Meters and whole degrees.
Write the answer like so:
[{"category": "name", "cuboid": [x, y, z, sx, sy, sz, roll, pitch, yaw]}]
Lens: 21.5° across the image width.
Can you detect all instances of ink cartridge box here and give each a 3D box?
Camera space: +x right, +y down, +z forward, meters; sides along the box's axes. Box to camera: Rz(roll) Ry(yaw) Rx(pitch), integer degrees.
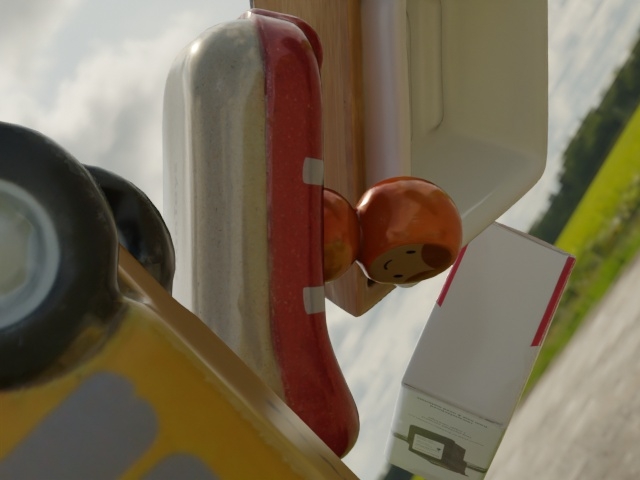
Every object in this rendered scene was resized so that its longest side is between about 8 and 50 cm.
[{"category": "ink cartridge box", "cuboid": [0.138, 0.110, 1.509, 0.237, 0.100, 0.172, 95, -160, -67]}]

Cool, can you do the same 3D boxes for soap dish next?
[{"category": "soap dish", "cuboid": [0.059, -0.107, 1.146, 0.291, 0.118, 0.229, -37, -51, -57]}]

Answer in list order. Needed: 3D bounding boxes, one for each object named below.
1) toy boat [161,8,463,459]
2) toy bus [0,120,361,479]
[{"category": "toy boat", "cuboid": [0.000, 0.000, 0.864, 0.151, 0.151, 0.231, -177, 86, -77]}, {"category": "toy bus", "cuboid": [-0.010, 0.112, 0.355, 0.130, 0.332, 0.108, -45, -2, -1]}]
